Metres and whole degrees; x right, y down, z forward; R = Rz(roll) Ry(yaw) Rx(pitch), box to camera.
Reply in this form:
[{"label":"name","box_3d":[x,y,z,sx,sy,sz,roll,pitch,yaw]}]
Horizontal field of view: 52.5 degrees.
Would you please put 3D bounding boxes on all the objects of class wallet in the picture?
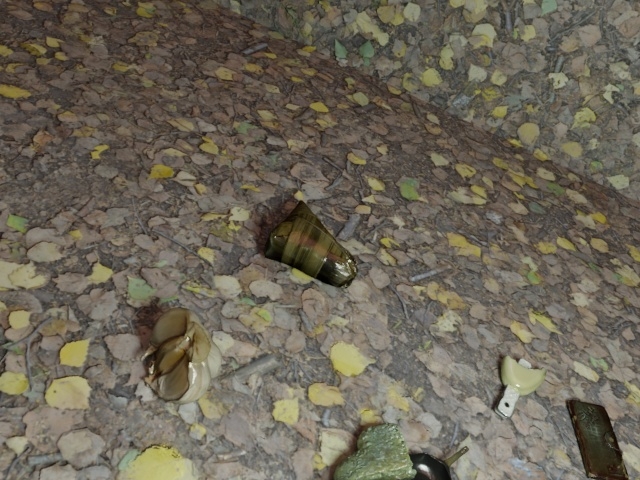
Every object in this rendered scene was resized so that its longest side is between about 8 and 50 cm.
[{"label":"wallet","box_3d":[0.746,0.536,1.744,0.121,0.031,0.232,11,41,-8]}]

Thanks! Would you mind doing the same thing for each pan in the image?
[{"label":"pan","box_3d":[0.273,0.561,1.517,0.201,0.048,0.128,0,46,-20]}]

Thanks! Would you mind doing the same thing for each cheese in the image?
[{"label":"cheese","box_3d":[0.540,0.404,1.790,0.127,0.050,0.235,33,44,11]}]

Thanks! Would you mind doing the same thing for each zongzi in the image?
[{"label":"zongzi","box_3d":[0.000,0.000,1.966,0.285,0.134,0.288,29,34,0]}]

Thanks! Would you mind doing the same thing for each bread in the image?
[{"label":"bread","box_3d":[0.135,0.502,1.475,0.172,0.064,0.232,13,33,36]}]

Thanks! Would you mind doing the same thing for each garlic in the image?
[{"label":"garlic","box_3d":[-0.316,0.276,1.536,0.142,0.178,0.230,18,49,-52]}]
